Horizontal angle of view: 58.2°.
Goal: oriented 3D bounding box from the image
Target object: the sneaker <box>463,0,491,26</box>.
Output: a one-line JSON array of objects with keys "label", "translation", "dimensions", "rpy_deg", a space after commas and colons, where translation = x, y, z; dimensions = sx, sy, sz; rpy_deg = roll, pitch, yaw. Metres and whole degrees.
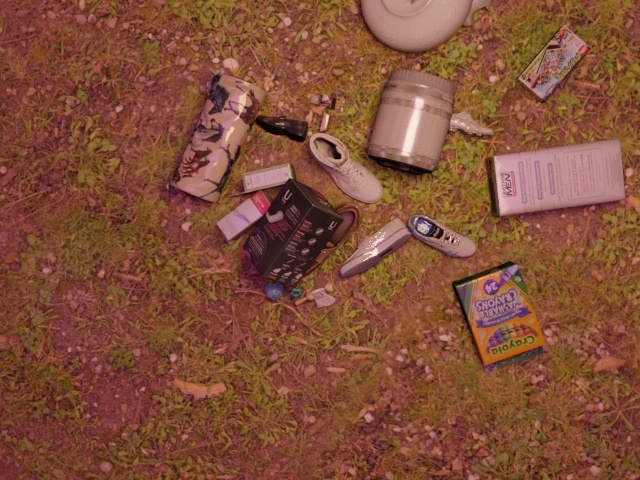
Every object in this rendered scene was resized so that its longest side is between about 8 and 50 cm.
[{"label": "sneaker", "translation": [0.490, -0.767, 1.741], "dimensions": [0.121, 0.099, 0.262], "rpy_deg": [39, 104, -8]}]

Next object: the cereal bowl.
[{"label": "cereal bowl", "translation": [0.270, -0.728, 1.677], "dimensions": [0.338, 0.141, 0.339], "rpy_deg": [4, 101, 20]}]

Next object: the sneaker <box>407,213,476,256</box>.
[{"label": "sneaker", "translation": [0.382, -0.011, 1.810], "dimensions": [0.237, 0.086, 0.085], "rpy_deg": [25, 94, -1]}]

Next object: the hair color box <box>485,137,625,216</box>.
[{"label": "hair color box", "translation": [0.713, -0.190, 1.762], "dimensions": [0.373, 0.113, 0.186], "rpy_deg": [-8, 94, 3]}]

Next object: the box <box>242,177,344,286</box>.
[{"label": "box", "translation": [-0.085, -0.021, 1.730], "dimensions": [0.143, 0.165, 0.270], "rpy_deg": [21, 112, -43]}]

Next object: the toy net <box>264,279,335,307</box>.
[{"label": "toy net", "translation": [-0.063, 0.158, 1.852], "dimensions": [0.232, 0.045, 0.122], "rpy_deg": [8, 129, -8]}]

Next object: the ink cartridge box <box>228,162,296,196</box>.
[{"label": "ink cartridge box", "translation": [-0.185, -0.190, 1.812], "dimensions": [0.209, 0.109, 0.062], "rpy_deg": [-13, 94, 5]}]

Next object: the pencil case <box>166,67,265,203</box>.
[{"label": "pencil case", "translation": [-0.331, -0.312, 1.785], "dimensions": [0.183, 0.160, 0.411], "rpy_deg": [26, 96, 10]}]

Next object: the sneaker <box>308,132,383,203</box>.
[{"label": "sneaker", "translation": [0.075, -0.217, 1.767], "dimensions": [0.292, 0.169, 0.108], "rpy_deg": [39, 94, -2]}]

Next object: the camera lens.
[{"label": "camera lens", "translation": [0.271, -0.344, 1.718], "dimensions": [0.219, 0.219, 0.275], "rpy_deg": [15, 96, 2]}]

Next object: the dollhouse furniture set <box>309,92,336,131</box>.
[{"label": "dollhouse furniture set", "translation": [-0.012, -0.403, 1.806], "dimensions": [0.081, 0.091, 0.115], "rpy_deg": [15, 99, 17]}]

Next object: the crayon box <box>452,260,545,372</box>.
[{"label": "crayon box", "translation": [0.572, 0.253, 1.823], "dimensions": [0.203, 0.083, 0.323], "rpy_deg": [-21, 94, 5]}]

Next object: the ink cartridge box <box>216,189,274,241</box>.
[{"label": "ink cartridge box", "translation": [-0.229, -0.079, 1.814], "dimensions": [0.175, 0.127, 0.072], "rpy_deg": [-36, 90, 5]}]

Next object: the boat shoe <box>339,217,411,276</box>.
[{"label": "boat shoe", "translation": [0.164, 0.023, 1.832], "dimensions": [0.258, 0.095, 0.084], "rpy_deg": [-32, 64, 2]}]

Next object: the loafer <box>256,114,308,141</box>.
[{"label": "loafer", "translation": [-0.120, -0.368, 1.825], "dimensions": [0.169, 0.062, 0.061], "rpy_deg": [19, 74, -2]}]

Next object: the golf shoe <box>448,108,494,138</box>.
[{"label": "golf shoe", "translation": [0.457, -0.367, 1.785], "dimensions": [0.176, 0.069, 0.086], "rpy_deg": [12, 90, 1]}]

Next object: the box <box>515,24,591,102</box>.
[{"label": "box", "translation": [0.714, -0.541, 1.768], "dimensions": [0.114, 0.036, 0.207], "rpy_deg": [39, 96, -1]}]

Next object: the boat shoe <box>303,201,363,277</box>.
[{"label": "boat shoe", "translation": [0.000, 0.000, 1.815], "dimensions": [0.123, 0.116, 0.324], "rpy_deg": [43, 96, -1]}]
